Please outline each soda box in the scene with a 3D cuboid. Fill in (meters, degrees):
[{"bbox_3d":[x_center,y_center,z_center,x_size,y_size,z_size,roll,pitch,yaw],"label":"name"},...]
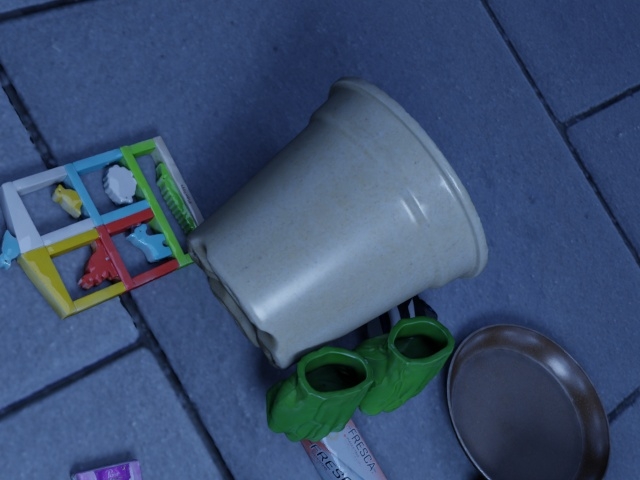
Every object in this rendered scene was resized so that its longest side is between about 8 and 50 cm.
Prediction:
[{"bbox_3d":[0.036,0.317,1.316,0.063,0.058,0.183,-29,86,-38],"label":"soda box"}]

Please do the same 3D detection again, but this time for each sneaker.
[{"bbox_3d":[0.123,0.079,1.473,0.121,0.079,0.217,21,55,-40],"label":"sneaker"}]

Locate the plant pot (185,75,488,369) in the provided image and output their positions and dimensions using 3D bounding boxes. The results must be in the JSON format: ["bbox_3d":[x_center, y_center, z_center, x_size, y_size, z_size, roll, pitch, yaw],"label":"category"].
[{"bbox_3d":[0.000,0.000,1.265,0.305,0.334,0.334,-36,91,-12],"label":"plant pot"}]

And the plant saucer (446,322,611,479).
[{"bbox_3d":[0.326,0.283,1.497,0.311,0.050,0.310,15,54,-21],"label":"plant saucer"}]

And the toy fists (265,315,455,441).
[{"bbox_3d":[0.050,0.189,1.260,0.279,0.142,0.096,-16,55,-36],"label":"toy fists"}]

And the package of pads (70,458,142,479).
[{"bbox_3d":[-0.262,0.302,1.147,0.083,0.032,0.050,-5,74,-34],"label":"package of pads"}]

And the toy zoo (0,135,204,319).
[{"bbox_3d":[-0.300,-0.017,1.261,0.293,0.030,0.192,-25,85,-37],"label":"toy zoo"}]
